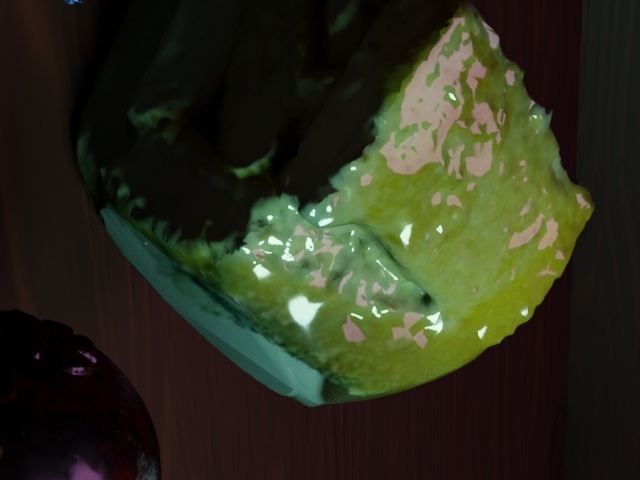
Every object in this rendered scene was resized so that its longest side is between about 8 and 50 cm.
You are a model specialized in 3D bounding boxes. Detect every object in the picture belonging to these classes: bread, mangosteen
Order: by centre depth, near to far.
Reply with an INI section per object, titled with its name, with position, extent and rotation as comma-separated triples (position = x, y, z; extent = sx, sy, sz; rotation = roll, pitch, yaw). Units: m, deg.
[mangosteen]
position = -0.192, 0.138, 0.931
extent = 0.210, 0.210, 0.210
rotation = 8, 90, -70
[bread]
position = -0.035, -0.056, 1.168
extent = 0.264, 0.395, 0.239
rotation = -53, 134, -9

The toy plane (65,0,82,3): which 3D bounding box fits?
[toy plane]
position = -0.172, -0.184, 1.080
extent = 0.062, 0.054, 0.167
rotation = -61, 167, 18
